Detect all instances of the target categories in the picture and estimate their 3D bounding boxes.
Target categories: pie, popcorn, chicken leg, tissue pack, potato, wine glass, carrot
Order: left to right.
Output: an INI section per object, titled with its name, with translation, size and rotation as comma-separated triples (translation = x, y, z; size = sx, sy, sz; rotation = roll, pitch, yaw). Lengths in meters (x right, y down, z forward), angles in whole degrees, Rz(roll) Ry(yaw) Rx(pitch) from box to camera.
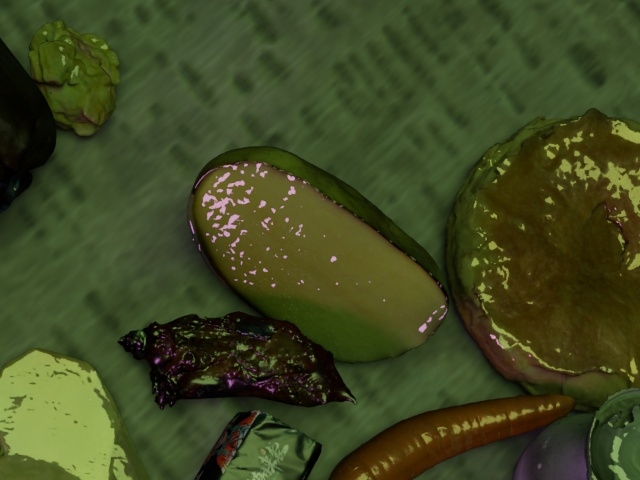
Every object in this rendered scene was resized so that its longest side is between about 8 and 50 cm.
[popcorn]
translation = -0.248, -0.162, 1.399
size = 0.109, 0.089, 0.097
rotation = 49, 36, -3
[tissue pack]
translation = -0.079, 0.247, 1.296
size = 0.090, 0.103, 0.170
rotation = 31, 71, -8
[chicken leg]
translation = -0.081, 0.116, 1.339
size = 0.234, 0.063, 0.105
rotation = 1, 59, 1
[potato]
translation = 0.000, 0.000, 1.374
size = 0.272, 0.160, 0.111
rotation = 34, 35, -7
[carrot]
translation = 0.120, 0.193, 1.367
size = 0.271, 0.066, 0.062
rotation = -24, 101, -15
[wine glass]
translation = 0.259, 0.214, 1.293
size = 0.126, 0.241, 0.126
rotation = 3, 75, -9
[pie]
translation = 0.289, 0.022, 1.440
size = 0.340, 0.083, 0.339
rotation = 2, 76, -9

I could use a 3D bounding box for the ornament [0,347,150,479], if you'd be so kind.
[ornament]
translation = -0.235, 0.212, 1.303
size = 0.180, 0.059, 0.201
rotation = 19, 69, -8

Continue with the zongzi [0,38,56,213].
[zongzi]
translation = -0.507, -0.121, 1.309
size = 0.432, 0.208, 0.403
rotation = -37, 95, 2
